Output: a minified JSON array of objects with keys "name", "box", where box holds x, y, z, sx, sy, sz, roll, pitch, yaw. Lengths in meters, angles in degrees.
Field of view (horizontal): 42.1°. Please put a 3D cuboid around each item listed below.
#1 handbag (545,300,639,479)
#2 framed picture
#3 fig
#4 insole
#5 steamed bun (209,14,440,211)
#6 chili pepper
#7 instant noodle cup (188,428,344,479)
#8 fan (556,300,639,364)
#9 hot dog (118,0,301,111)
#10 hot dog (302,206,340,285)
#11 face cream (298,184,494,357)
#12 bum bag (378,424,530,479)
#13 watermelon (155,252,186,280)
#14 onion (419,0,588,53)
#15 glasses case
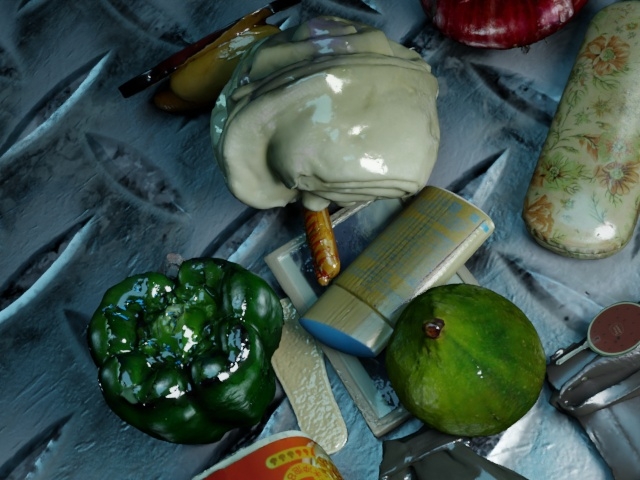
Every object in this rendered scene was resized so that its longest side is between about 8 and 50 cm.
[{"name":"handbag","box":[0.439,0.213,1.023,0.257,0.113,0.285,-30,61,8]},{"name":"framed picture","box":[0.096,0.085,1.218,0.247,0.022,0.335,-31,60,-4]},{"name":"fig","box":[0.173,0.124,1.029,0.203,0.235,0.203,-8,54,12]},{"name":"insole","box":[-0.024,0.194,1.209,0.081,0.011,0.248,-23,61,3]},{"name":"steamed bun","box":[-0.002,-0.205,1.223,0.339,0.247,0.352,-6,41,15]},{"name":"chili pepper","box":[-0.174,0.161,1.131,0.248,0.257,0.233,-8,58,10]},{"name":"instant noodle cup","box":[-0.023,0.412,0.976,0.293,0.294,0.308,-30,54,0]},{"name":"fan","box":[0.359,0.124,1.061,0.133,0.005,0.085,-33,32,17]},{"name":"hot dog","box":[-0.167,-0.295,1.429,0.325,0.194,0.107,-20,103,30]},{"name":"hot dog","box":[-0.002,0.000,1.239,0.038,0.062,0.144,-5,61,-14]},{"name":"face cream","box":[0.106,0.048,1.178,0.285,0.067,0.139,-45,46,-13]},{"name":"bum bag","box":[0.216,0.337,1.041,0.326,0.080,0.142,31,83,22]},{"name":"watermelon","box":[-0.189,0.069,1.257,0.187,0.139,0.071,-14,33,9]},{"name":"onion","box":[0.290,-0.459,1.313,0.313,0.232,0.314,-7,64,14]},{"name":"glasses case","box":[0.422,-0.169,1.213,0.156,0.098,0.426,16,70,24]}]
